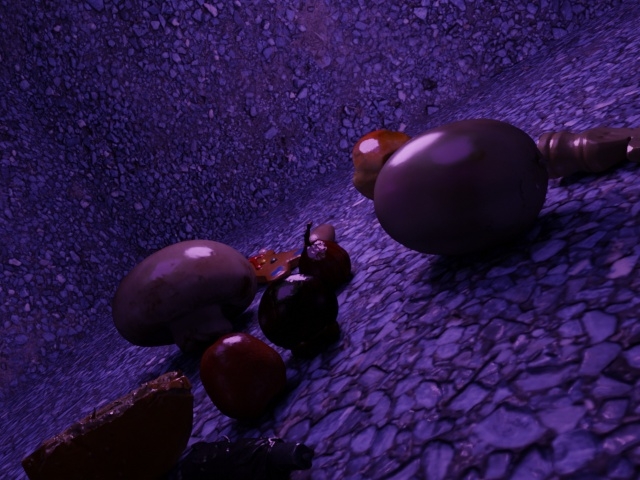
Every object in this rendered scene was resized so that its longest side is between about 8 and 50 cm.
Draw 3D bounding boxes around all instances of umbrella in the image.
[{"bbox_3d":[-0.097,0.286,0.704,0.236,0.059,0.066,-20,39,40],"label":"umbrella"}]

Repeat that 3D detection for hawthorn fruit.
[{"bbox_3d":[-0.128,0.212,0.879,0.133,0.138,0.133,-34,15,10],"label":"hawthorn fruit"}]

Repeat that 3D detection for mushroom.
[{"bbox_3d":[-0.324,0.168,1.362,0.362,0.294,0.362,-25,-17,-8],"label":"mushroom"}]

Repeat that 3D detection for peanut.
[{"bbox_3d":[0.000,0.000,1.555,0.076,0.076,0.152,-26,16,31],"label":"peanut"}]

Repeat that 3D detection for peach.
[{"bbox_3d":[0.207,-0.207,1.569,0.236,0.214,0.214,9,27,15],"label":"peach"}]

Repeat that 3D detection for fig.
[{"bbox_3d":[0.004,0.050,1.222,0.128,0.150,0.128,-13,51,17],"label":"fig"}]

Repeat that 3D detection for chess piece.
[{"bbox_3d":[0.481,-0.156,0.925,0.200,0.090,0.090,-1,32,48],"label":"chess piece"}]

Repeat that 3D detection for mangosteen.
[{"bbox_3d":[-0.036,0.135,0.975,0.152,0.152,0.152,-32,12,7],"label":"mangosteen"}]

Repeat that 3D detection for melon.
[{"bbox_3d":[0.231,-0.087,0.931,0.317,0.223,0.223,-12,24,48],"label":"melon"}]

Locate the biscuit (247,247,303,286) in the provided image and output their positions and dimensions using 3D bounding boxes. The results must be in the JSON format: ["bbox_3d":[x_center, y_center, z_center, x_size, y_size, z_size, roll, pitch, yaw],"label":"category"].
[{"bbox_3d":[-0.194,0.085,1.658,0.324,0.049,0.205,-9,26,43],"label":"biscuit"}]

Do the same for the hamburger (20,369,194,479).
[{"bbox_3d":[-0.312,0.327,0.865,0.283,0.156,0.144,-28,-8,0],"label":"hamburger"}]
